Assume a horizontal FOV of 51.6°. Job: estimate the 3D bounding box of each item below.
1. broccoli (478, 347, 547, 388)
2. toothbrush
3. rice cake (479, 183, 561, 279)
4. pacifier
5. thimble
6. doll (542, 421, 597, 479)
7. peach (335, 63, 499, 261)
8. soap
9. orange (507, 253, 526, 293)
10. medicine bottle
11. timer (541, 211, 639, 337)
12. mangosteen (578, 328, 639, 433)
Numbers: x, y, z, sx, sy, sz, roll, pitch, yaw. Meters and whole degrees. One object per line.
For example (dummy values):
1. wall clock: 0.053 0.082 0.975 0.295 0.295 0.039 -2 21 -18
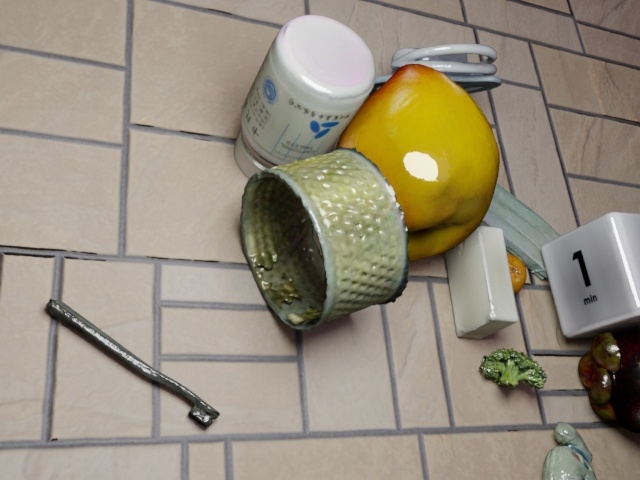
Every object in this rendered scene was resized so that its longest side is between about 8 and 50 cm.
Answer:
1. broccoli: 0.346 0.238 1.189 0.097 0.095 0.092 46 43 -8
2. toothbrush: -0.273 0.177 0.962 0.297 0.030 0.030 37 66 -5
3. rice cake: 0.402 -0.027 1.372 0.211 0.038 0.124 35 57 -6
4. pacifier: 0.228 -0.264 1.321 0.300 0.244 0.233 -6 99 -26
5. thimble: 0.000 0.000 1.035 0.150 0.271 0.270 -18 75 -30
6. doll: 0.435 0.423 1.152 0.103 0.071 0.214 32 48 -23
7. peach: 0.166 -0.133 1.156 0.289 0.289 0.307 6 60 -22
8. soap: 0.291 0.078 1.220 0.064 0.121 0.183 7 65 -21
9. orange: 0.362 0.065 1.290 0.083 0.070 0.083 8 67 -19
10. medicine bottle: -0.040 -0.217 1.104 0.170 0.293 0.170 10 61 -19
11. timer: 0.573 0.070 1.272 0.192 0.194 0.195 2 67 -27
12. mangosteen: 0.597 0.263 1.238 0.210 0.210 0.209 10 62 -21
